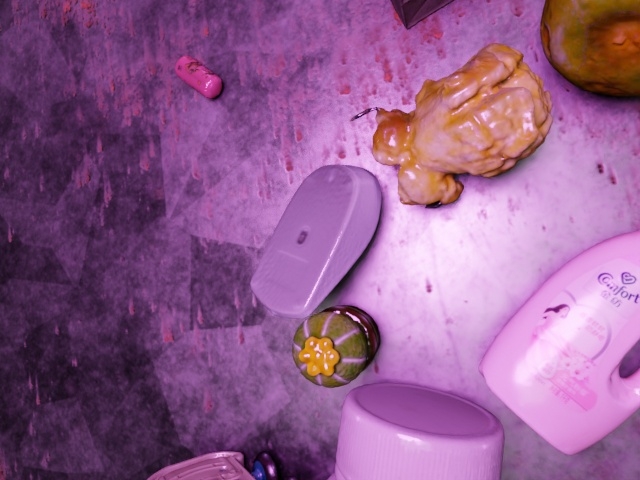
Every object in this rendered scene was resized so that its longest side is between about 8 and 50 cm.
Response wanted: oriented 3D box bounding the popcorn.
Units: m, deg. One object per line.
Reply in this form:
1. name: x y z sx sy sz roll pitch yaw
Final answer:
1. popcorn: 0.164 -0.141 0.539 0.195 0.173 0.168 -27 40 39

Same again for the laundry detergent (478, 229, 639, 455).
1. laundry detergent: 0.340 0.075 0.500 0.159 0.088 0.335 42 99 10

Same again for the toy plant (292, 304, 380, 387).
1. toy plant: 0.021 0.128 0.557 0.092 0.162 0.093 -1 86 18

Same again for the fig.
1. fig: 0.359 -0.298 0.473 0.206 0.206 0.275 26 74 17

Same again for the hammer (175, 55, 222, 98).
1. hammer: -0.191 -0.258 0.708 0.083 0.043 0.043 38 99 17

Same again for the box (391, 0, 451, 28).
1. box: 0.167 -0.410 0.546 0.231 0.155 0.149 -27 82 13

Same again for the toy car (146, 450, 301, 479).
1. toy car: -0.125 0.403 0.558 0.247 0.204 0.198 1 94 56

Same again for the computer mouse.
1. computer mouse: 0.000 0.000 0.594 0.128 0.079 0.231 22 79 47

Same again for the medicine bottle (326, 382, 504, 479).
1. medicine bottle: 0.092 0.354 0.501 0.208 0.208 0.340 7 89 18
